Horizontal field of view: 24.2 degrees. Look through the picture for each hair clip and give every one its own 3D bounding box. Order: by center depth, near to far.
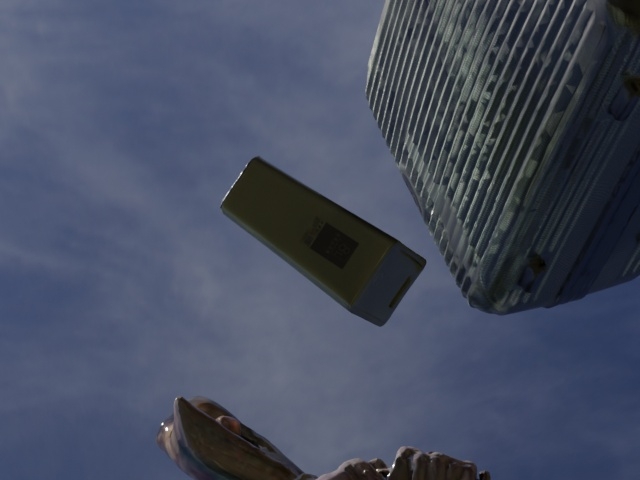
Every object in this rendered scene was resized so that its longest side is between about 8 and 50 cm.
[{"bbox_3d":[0.003,0.175,0.922,0.300,0.069,0.173,31,-112,29],"label":"hair clip"}]

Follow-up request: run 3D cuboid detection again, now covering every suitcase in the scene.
[{"bbox_3d":[0.127,-0.113,0.776,0.128,0.312,0.202,-13,-120,-19],"label":"suitcase"}]

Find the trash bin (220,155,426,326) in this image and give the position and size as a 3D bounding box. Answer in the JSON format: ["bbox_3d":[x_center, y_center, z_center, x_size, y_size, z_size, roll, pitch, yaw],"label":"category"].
[{"bbox_3d":[0.000,0.000,0.768,0.092,0.061,0.043,33,-89,23],"label":"trash bin"}]
